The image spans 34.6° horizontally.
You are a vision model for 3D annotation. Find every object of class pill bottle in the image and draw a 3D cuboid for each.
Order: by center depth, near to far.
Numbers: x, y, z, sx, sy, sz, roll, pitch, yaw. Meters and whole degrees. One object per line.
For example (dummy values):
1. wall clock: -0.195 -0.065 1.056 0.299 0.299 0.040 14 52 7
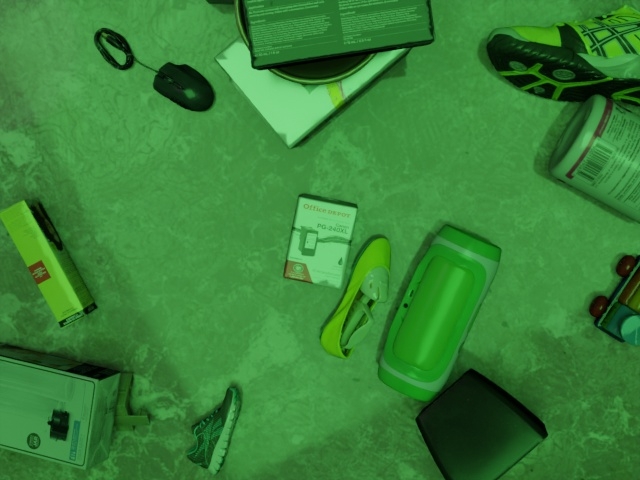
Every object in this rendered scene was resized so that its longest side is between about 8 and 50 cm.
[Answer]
1. pill bottle: 0.550 -0.116 1.752 0.283 0.160 0.160 29 96 -2

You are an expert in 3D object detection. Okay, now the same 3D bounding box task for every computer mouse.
1. computer mouse: -0.297 -0.303 1.818 0.242 0.041 0.071 29 97 -1

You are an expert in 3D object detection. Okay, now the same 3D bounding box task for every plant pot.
1. plant pot: -0.008 -0.354 1.571 0.237 0.110 0.237 0 95 2
2. plant pot: 0.269 0.330 1.804 0.188 0.187 0.167 -43 80 5

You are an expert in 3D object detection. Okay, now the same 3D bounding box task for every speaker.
1. speaker: 0.207 0.127 1.805 0.131 0.131 0.296 24 96 -1

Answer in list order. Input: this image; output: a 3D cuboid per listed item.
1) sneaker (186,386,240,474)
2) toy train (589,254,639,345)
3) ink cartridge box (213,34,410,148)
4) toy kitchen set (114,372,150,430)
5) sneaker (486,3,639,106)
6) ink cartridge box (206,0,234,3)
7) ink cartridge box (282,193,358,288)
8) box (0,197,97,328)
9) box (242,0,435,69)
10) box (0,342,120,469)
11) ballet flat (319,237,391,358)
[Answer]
1. sneaker: -0.196 0.342 1.871 0.076 0.065 0.166 18 94 4
2. toy train: 0.579 0.069 1.778 0.105 0.143 0.248 32 96 -2
3. ink cartridge box: -0.008 -0.312 1.730 0.270 0.198 0.197 -40 94 6
4. toy kitchen set: -0.343 0.298 1.885 0.068 0.075 0.083 0 135 5
5. sneaker: 0.476 -0.324 1.764 0.385 0.145 0.147 9 75 -2
6. ink cartridge box: -0.134 -0.496 1.749 0.127 0.128 0.176 2 96 1
7. ink cartridge box: 0.000 0.000 1.828 0.109 0.063 0.150 11 96 0
8. box: -0.485 0.038 1.835 0.058 0.087 0.232 -27 95 4
9. box: 0.020 -0.353 1.465 0.261 0.103 0.184 -8 98 3
10. box: -0.513 0.289 1.826 0.290 0.087 0.169 12 96 15
11. ballet flat: 0.078 0.109 1.825 0.077 0.077 0.231 21 101 -40
